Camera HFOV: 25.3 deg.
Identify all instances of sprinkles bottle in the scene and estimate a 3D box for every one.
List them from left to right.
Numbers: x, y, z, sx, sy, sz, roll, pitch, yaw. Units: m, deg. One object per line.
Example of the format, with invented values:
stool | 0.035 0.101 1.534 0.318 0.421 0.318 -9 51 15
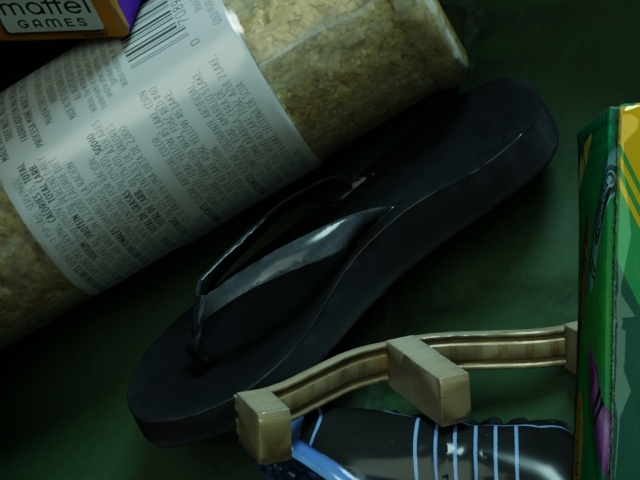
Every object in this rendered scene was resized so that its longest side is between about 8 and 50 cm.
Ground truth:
sprinkles bottle | -0.103 -0.044 0.730 0.355 0.121 0.121 -31 68 7

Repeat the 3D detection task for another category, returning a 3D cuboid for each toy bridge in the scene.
toy bridge | 0.049 0.063 0.660 0.188 0.063 0.026 -10 107 -21

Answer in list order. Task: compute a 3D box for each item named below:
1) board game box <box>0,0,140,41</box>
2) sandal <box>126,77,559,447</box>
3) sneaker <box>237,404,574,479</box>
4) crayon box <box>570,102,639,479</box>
board game box | -0.268 -0.340 0.693 0.356 0.356 0.356 0 54 17
sandal | 0.000 -0.001 0.703 0.254 0.054 0.097 -41 30 -5
sneaker | 0.072 0.118 0.660 0.232 0.081 0.090 25 60 28
crayon box | 0.243 0.037 0.565 0.278 0.081 0.165 2 86 0
